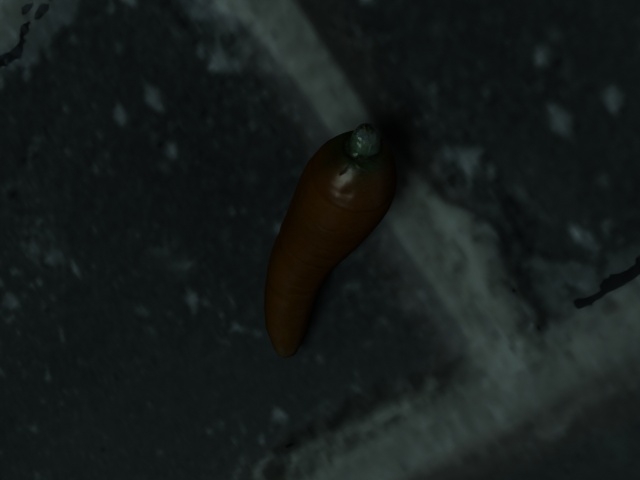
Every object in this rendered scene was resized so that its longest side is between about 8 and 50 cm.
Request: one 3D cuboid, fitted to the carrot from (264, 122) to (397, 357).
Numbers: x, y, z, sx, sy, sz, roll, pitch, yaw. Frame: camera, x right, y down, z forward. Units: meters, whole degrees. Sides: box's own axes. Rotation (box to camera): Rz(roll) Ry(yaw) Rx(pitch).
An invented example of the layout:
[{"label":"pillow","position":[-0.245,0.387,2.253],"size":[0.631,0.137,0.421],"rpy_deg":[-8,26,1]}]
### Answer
[{"label":"carrot","position":[0.000,0.000,0.753],"size":[0.035,0.035,0.142],"rpy_deg":[45,144,14]}]
